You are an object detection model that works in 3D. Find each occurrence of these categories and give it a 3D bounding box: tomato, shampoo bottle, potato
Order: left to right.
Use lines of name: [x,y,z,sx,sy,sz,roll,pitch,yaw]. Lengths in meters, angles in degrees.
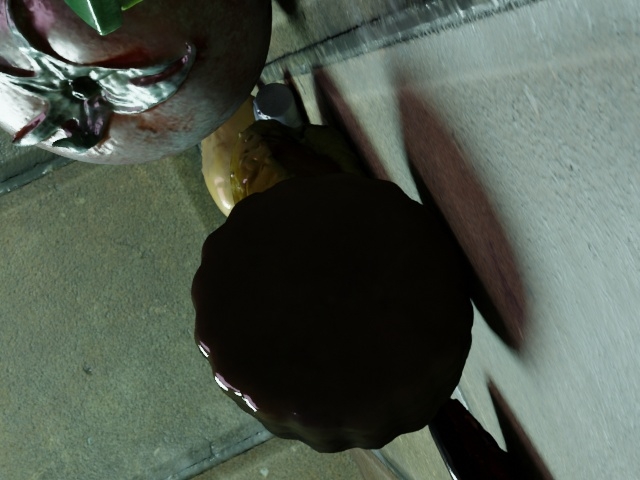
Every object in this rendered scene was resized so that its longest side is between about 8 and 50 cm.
tomato: [-0.201,-0.218,1.864,0.317,0.316,0.282,71,-156,-51]
potato: [-0.088,-0.100,2.399,0.109,0.118,0.178,-48,47,47]
shampoo bottle: [-0.037,-0.102,2.196,0.234,0.049,0.087,76,169,-65]

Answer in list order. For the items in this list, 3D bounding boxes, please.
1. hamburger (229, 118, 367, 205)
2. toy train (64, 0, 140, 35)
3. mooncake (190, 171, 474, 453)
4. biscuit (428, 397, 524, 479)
hamburger: [0.000,0.000,1.904,0.309,0.132,0.211,63,177,32]
toy train: [-0.143,-0.303,1.502,0.120,0.202,0.301,56,171,27]
mooncake: [0.012,0.061,1.596,0.228,0.228,0.124,62,175,25]
biscuit: [0.160,0.238,1.812,0.151,0.063,0.235,61,177,34]
